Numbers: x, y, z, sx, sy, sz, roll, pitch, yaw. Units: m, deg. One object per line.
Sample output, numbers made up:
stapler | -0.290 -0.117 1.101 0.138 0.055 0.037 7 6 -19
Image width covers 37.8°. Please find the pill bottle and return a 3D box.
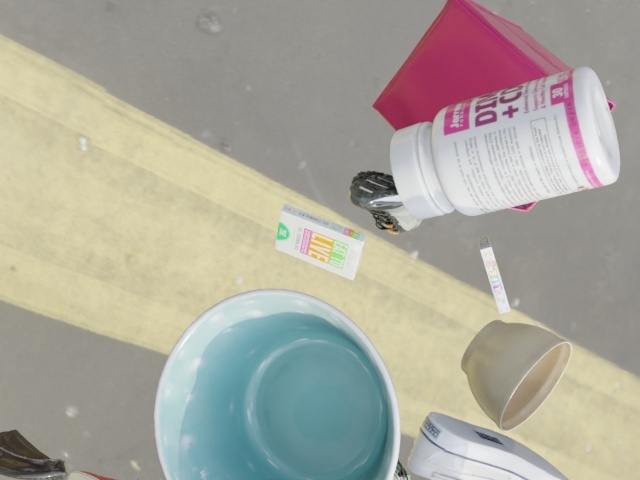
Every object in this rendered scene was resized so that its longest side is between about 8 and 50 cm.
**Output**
pill bottle | 0.250 -0.124 1.286 0.160 0.283 0.160 36 47 -51

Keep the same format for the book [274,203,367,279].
book | 0.000 0.000 1.535 0.096 0.144 0.035 101 12 -50

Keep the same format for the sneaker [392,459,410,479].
sneaker | 0.112 0.470 1.925 0.146 0.134 0.344 -18 145 -17

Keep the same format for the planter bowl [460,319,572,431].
planter bowl | 0.277 0.186 1.382 0.162 0.109 0.162 -34 144 -29

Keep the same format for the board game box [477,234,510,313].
board game box | 0.387 0.075 2.091 0.026 0.103 0.154 -17 102 10

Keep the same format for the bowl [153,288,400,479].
bowl | -0.029 0.214 1.147 0.163 0.311 0.312 6 101 -68

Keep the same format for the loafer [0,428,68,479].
loafer | -0.522 0.356 1.571 0.080 0.220 0.078 56 44 -65

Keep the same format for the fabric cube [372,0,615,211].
fabric cube | 0.303 -0.237 1.649 0.259 0.258 0.254 6 128 -50

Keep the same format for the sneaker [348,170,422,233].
sneaker | 0.127 -0.059 1.627 0.271 0.100 0.108 -1 113 -62

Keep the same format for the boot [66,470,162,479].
boot | -0.253 0.386 1.435 0.176 0.244 0.088 -48 154 -53

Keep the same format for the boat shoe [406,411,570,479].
boat shoe | 0.229 0.313 1.261 0.267 0.096 0.088 25 99 -34
